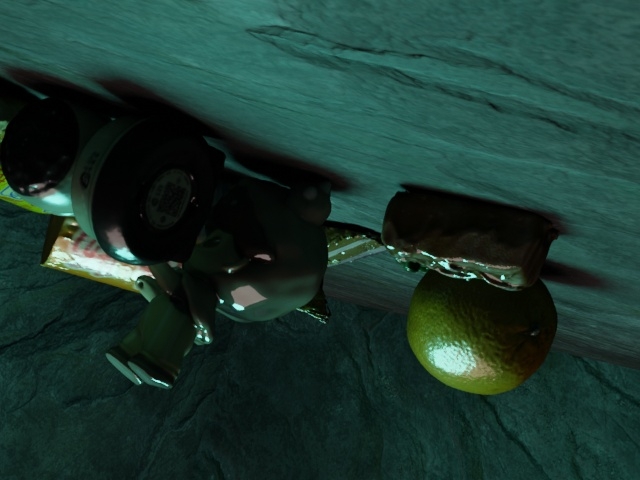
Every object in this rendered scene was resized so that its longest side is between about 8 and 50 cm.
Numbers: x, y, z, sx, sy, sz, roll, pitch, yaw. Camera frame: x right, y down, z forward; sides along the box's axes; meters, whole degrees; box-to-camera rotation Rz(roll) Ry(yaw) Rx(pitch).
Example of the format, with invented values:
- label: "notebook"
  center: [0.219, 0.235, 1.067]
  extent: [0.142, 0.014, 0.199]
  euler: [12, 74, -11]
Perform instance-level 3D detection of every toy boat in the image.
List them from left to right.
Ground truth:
- label: "toy boat"
  center: [0.229, 0.058, 1.904]
  extent: [0.104, 0.052, 0.210]
  euler: [6, 168, 44]

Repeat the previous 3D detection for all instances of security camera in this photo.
- label: "security camera"
  center: [-0.294, -0.095, 1.321]
  extent: [0.277, 0.197, 0.191]
  euler: [22, -177, 32]

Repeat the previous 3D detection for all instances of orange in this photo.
- label: "orange"
  center: [0.277, 0.140, 1.703]
  extent: [0.264, 0.264, 0.264]
  euler: [16, 174, 2]

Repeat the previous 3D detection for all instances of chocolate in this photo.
- label: "chocolate"
  center: [0.196, 0.004, 1.319]
  extent: [0.214, 0.093, 0.148]
  euler: [13, 175, 22]

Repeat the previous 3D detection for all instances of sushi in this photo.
- label: "sushi"
  center: [-0.041, 0.054, 2.112]
  extent: [0.140, 0.149, 0.287]
  euler: [8, -162, -23]

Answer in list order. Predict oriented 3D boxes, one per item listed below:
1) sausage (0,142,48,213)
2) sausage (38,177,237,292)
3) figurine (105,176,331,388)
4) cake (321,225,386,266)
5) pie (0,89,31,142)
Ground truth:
- label: "sausage"
  center: [-0.581, -0.130, 1.947]
  extent: [0.123, 0.123, 0.347]
  euler: [13, 173, 21]
- label: "sausage"
  center: [-0.285, -0.027, 1.642]
  extent: [0.287, 0.233, 0.233]
  euler: [18, 174, -21]
- label: "figurine"
  center: [-0.134, 0.060, 1.435]
  extent: [0.203, 0.380, 0.248]
  euler: [47, 156, 0]
- label: "cake"
  center: [0.000, 0.000, 1.917]
  extent: [0.295, 0.113, 0.116]
  euler: [-6, 165, 43]
- label: "pie"
  center: [-0.538, -0.196, 1.454]
  extent: [0.315, 0.092, 0.315]
  euler: [15, 179, 0]
